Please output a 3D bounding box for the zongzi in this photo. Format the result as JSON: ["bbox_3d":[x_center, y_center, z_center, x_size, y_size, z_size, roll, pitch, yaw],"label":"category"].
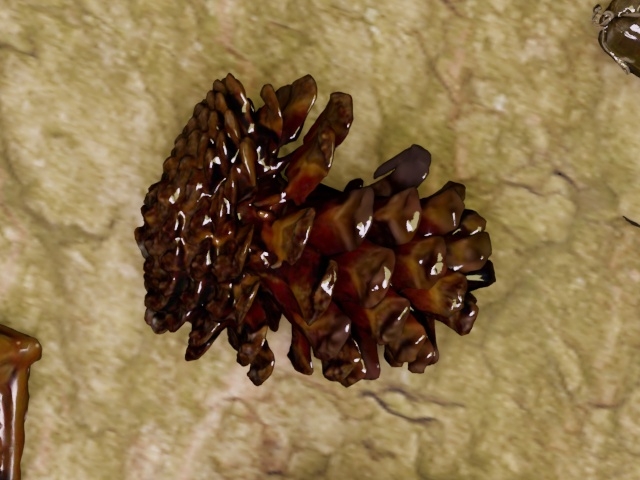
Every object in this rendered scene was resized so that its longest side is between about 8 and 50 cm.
[{"bbox_3d":[0.337,-0.189,1.491,0.187,0.084,0.184,33,70,2],"label":"zongzi"}]

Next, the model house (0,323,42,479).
[{"bbox_3d":[-0.353,0.134,1.376,0.229,0.199,0.219,-51,134,-35],"label":"model house"}]

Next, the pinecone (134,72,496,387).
[{"bbox_3d":[0.002,-0.002,1.377,0.292,0.246,0.246,16,86,-23],"label":"pinecone"}]
